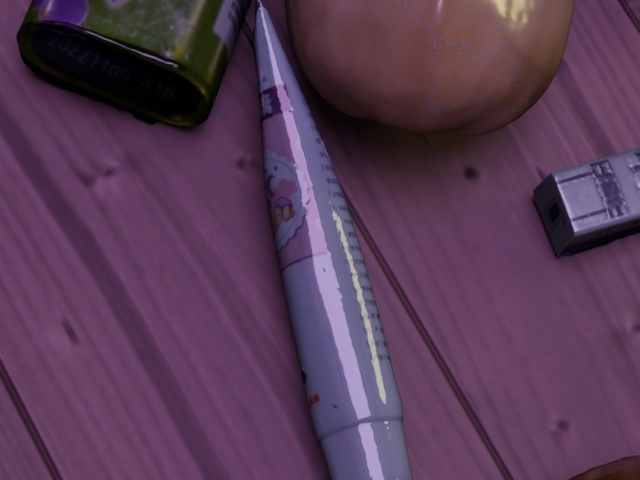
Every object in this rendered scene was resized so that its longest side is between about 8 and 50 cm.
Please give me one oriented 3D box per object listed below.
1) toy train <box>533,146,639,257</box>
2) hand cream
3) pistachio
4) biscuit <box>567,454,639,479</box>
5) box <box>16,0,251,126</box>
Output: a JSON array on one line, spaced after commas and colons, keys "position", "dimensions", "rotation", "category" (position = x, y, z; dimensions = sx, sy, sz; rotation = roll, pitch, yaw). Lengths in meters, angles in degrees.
[{"position": [0.259, -0.048, 1.241], "dimensions": [0.233, 0.051, 0.052], "rotation": [-16, 77, -13], "category": "toy train"}, {"position": [0.000, 0.000, 1.176], "dimensions": [0.058, 0.085, 0.331], "rotation": [-11, 75, -1], "category": "hand cream"}, {"position": [0.072, -0.198, 1.200], "dimensions": [0.187, 0.187, 0.299], "rotation": [6, 65, -6], "category": "pistachio"}, {"position": [0.241, 0.333, 1.033], "dimensions": [0.429, 0.104, 0.446], "rotation": [-41, 67, -3], "category": "biscuit"}, {"position": [-0.082, -0.251, 1.244], "dimensions": [0.134, 0.097, 0.346], "rotation": [19, 69, 2], "category": "box"}]
